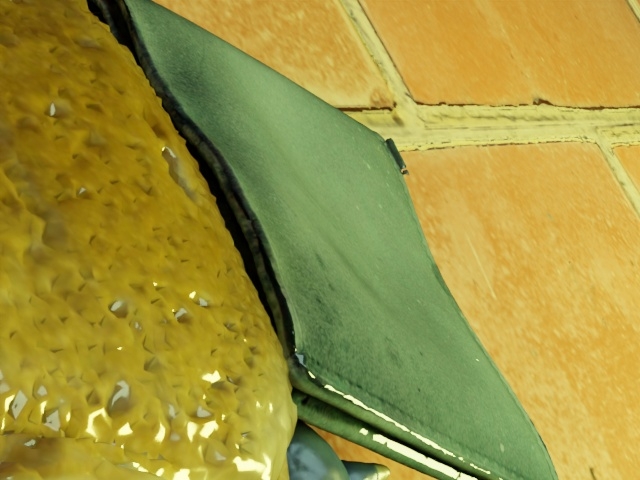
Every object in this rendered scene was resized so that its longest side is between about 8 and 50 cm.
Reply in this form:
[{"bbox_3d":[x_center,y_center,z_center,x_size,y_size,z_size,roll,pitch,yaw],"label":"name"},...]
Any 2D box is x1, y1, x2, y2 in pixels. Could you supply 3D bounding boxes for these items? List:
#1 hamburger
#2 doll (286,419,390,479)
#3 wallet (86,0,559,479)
[{"bbox_3d":[-0.157,0.023,0.456,0.304,0.174,0.284,14,46,-51],"label":"hamburger"},{"bbox_3d":[-0.004,0.132,0.681,0.102,0.089,0.179,-29,70,-22],"label":"doll"},{"bbox_3d":[0.001,-0.001,0.797,0.251,0.054,0.290,26,25,-48],"label":"wallet"}]
